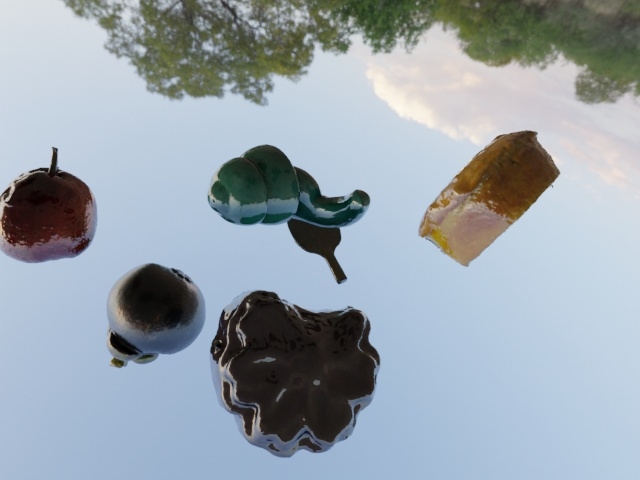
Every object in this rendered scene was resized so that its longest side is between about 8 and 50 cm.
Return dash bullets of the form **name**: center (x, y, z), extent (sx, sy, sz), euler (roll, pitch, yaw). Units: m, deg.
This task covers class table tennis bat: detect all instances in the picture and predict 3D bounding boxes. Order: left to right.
- **table tennis bat**: center (0.000, 0.000, 1.005), extent (0.130, 0.022, 0.235), euler (-14, -117, -28)

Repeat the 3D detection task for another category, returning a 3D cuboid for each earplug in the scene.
- **earplug**: center (-0.075, -0.080, 0.816), extent (0.280, 0.164, 0.257), euler (-15, -129, -36)

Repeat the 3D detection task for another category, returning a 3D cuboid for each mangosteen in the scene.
- **mangosteen**: center (-0.459, 0.215, 1.129), extent (0.274, 0.275, 0.302), euler (35, -96, 19)

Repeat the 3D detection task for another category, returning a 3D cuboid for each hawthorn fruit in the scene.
- **hawthorn fruit**: center (-0.624, -0.082, 0.975), extent (0.210, 0.266, 0.230), euler (16, -171, -19)

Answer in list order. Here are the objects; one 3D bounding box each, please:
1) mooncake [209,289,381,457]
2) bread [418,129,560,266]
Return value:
- **mooncake**: center (-0.054, 0.284, 0.947), extent (0.380, 0.212, 0.352), euler (4, -101, -18)
- **bread**: center (0.279, -0.080, 0.677), extent (0.129, 0.260, 0.134), euler (45, -175, 15)
